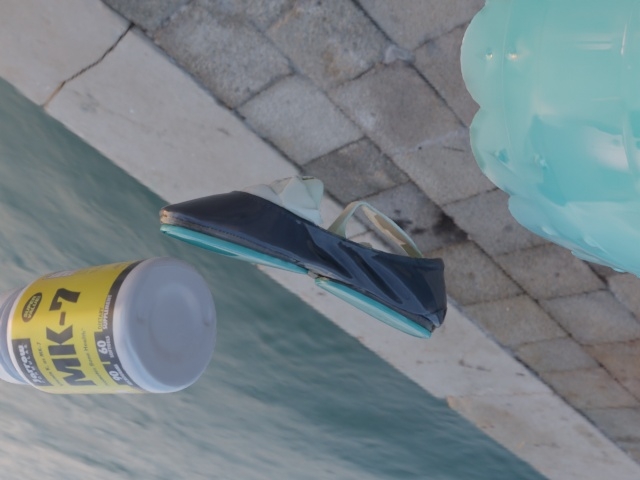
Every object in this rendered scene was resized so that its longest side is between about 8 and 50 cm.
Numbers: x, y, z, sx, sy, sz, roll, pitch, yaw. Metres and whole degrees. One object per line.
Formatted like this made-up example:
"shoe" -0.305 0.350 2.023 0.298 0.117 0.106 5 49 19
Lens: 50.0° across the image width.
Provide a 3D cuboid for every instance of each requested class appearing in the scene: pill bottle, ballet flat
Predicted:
"pill bottle" -0.212 0.084 0.643 0.208 0.119 0.119 -9 140 30
"ballet flat" 0.000 0.000 0.439 0.203 0.074 0.074 24 149 -22

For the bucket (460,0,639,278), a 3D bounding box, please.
"bucket" 0.235 -0.090 0.355 0.281 0.281 0.183 30 -176 -17
